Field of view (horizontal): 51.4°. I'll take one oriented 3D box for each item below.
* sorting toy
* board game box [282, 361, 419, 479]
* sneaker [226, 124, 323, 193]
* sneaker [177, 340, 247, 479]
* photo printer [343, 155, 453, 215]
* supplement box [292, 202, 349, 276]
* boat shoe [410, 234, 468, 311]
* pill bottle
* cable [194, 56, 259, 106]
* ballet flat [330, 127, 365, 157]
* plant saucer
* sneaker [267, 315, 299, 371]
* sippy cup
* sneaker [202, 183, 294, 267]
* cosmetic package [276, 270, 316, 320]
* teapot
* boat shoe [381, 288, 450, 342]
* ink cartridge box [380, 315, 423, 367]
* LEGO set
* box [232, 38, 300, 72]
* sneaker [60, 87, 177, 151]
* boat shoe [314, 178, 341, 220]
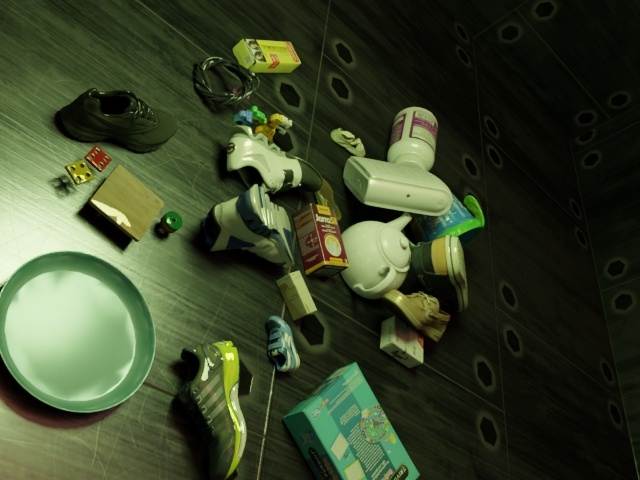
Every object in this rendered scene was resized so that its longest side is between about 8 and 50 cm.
[{"bbox_3d":[-0.436,-0.081,1.450,0.274,0.046,0.132,43,40,-22],"label":"sorting toy"},{"bbox_3d":[0.082,0.509,1.632,0.254,0.079,0.336,-29,89,-53],"label":"board game box"},{"bbox_3d":[-0.133,-0.176,1.825,0.331,0.122,0.146,25,67,-38],"label":"sneaker"},{"bbox_3d":[-0.234,0.349,1.371,0.121,0.111,0.299,11,52,-33],"label":"sneaker"},{"bbox_3d":[0.249,-0.169,2.083,0.308,0.107,0.256,8,20,-19],"label":"photo printer"},{"bbox_3d":[0.000,0.000,1.869,0.104,0.081,0.188,8,60,-46],"label":"supplement box"},{"bbox_3d":[0.382,0.111,2.103,0.500,0.156,0.186,48,38,-66],"label":"boat shoe"},{"bbox_3d":[0.330,-0.332,2.396,0.169,0.169,0.301,40,42,-25],"label":"pill bottle"},{"bbox_3d":[-0.272,-0.439,1.835,0.184,0.047,0.150,34,66,12],"label":"cable"},{"bbox_3d":[0.105,-0.327,2.228,0.168,0.052,0.057,22,51,-40],"label":"ballet flat"},{"bbox_3d":[-0.461,0.172,1.260,0.318,0.044,0.317,27,48,-35],"label":"plant saucer"},{"bbox_3d":[-0.099,0.252,1.615,0.059,0.053,0.144,-9,73,-49],"label":"sneaker"},{"bbox_3d":[0.402,-0.073,2.279,0.305,0.240,0.224,2,54,-58],"label":"sippy cup"},{"bbox_3d":[-0.187,-0.028,1.643,0.315,0.182,0.127,54,27,-62],"label":"sneaker"},{"bbox_3d":[-0.063,0.143,1.722,0.041,0.060,0.115,-16,77,-51],"label":"cosmetic package"},{"bbox_3d":[0.180,0.044,1.962,0.253,0.187,0.256,4,65,-47],"label":"teapot"},{"bbox_3d":[0.288,0.201,1.973,0.122,0.110,0.341,35,-2,36],"label":"boat shoe"},{"bbox_3d":[0.241,0.301,1.969,0.135,0.056,0.099,37,42,-27],"label":"ink cartridge box"},{"bbox_3d":[-0.162,-0.358,1.907,0.227,0.093,0.087,26,49,-37],"label":"LEGO set"},{"bbox_3d":[-0.165,-0.574,2.075,0.232,0.058,0.087,-17,79,-53],"label":"box"},{"bbox_3d":[-0.434,-0.280,1.515,0.286,0.130,0.109,-6,69,-52],"label":"sneaker"},{"bbox_3d":[0.013,-0.117,2.001,0.056,0.048,0.153,-11,68,-39],"label":"boat shoe"}]
